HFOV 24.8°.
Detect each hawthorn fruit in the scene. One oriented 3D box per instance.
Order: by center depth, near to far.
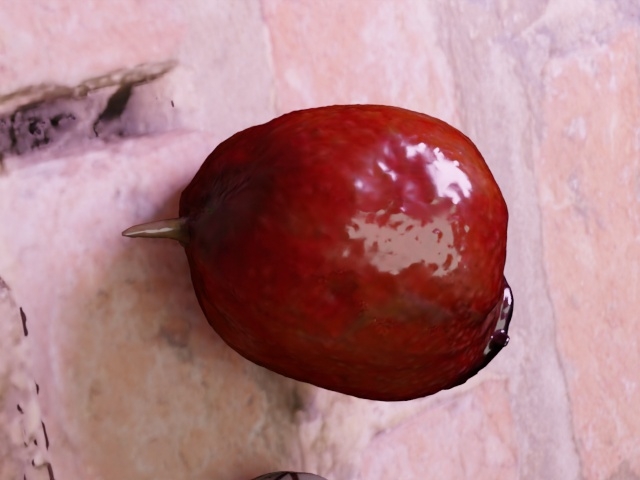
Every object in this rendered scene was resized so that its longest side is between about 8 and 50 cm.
[{"bbox_3d":[0.000,0.000,0.872,0.251,0.189,0.190,11,83,-23],"label":"hawthorn fruit"}]

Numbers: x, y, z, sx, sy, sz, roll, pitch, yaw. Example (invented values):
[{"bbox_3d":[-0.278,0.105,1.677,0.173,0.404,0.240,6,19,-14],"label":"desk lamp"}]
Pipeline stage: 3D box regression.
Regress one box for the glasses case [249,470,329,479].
[{"bbox_3d":[-0.096,0.260,0.828,0.354,0.085,0.137,-30,99,-37],"label":"glasses case"}]
